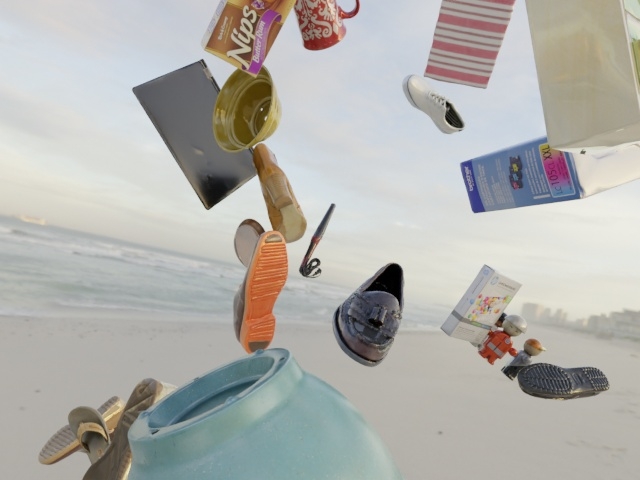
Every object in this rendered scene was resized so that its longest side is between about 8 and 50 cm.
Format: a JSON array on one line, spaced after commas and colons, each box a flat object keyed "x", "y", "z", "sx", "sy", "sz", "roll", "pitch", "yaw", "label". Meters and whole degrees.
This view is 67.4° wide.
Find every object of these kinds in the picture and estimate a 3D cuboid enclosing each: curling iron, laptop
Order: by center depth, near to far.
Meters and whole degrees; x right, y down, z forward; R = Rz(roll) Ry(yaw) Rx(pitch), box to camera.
[{"x": 0.000, "y": 0.000, "z": 1.481, "sx": 0.068, "sy": 0.274, "sz": 0.035, "roll": 18, "pitch": -29, "yaw": 2, "label": "curling iron"}, {"x": -0.377, "y": -0.338, "z": 1.528, "sx": 0.236, "sy": 0.382, "sz": 0.408, "roll": -31, "pitch": 18, "yaw": -10, "label": "laptop"}]

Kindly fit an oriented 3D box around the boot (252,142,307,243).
[{"x": -0.124, "y": -0.138, "z": 1.430, "sx": 0.104, "sy": 0.211, "sz": 0.295, "roll": -19, "pitch": -29, "yaw": -6, "label": "boot"}]

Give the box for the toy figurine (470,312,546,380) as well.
[{"x": 0.484, "y": 0.253, "z": 1.316, "sx": 0.209, "sy": 0.148, "sz": 0.213, "roll": 37, "pitch": 5, "yaw": -33, "label": "toy figurine"}]

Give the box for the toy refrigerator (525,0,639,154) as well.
[{"x": 0.281, "y": -0.234, "z": 0.491, "sx": 0.102, "sy": 0.270, "sz": 0.094, "roll": -2, "pitch": -6, "yaw": -39, "label": "toy refrigerator"}]

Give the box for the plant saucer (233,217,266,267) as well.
[{"x": -0.219, "y": 0.016, "z": 1.503, "sx": 0.029, "sy": 0.169, "sz": 0.168, "roll": -12, "pitch": -17, "yaw": 29, "label": "plant saucer"}]

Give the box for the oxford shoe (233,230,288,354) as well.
[{"x": -0.188, "y": 0.133, "z": 1.341, "sx": 0.129, "sy": 0.364, "sz": 0.132, "roll": -1, "pitch": 22, "yaw": -42, "label": "oxford shoe"}]

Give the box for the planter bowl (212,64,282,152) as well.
[{"x": -0.158, "y": -0.305, "z": 1.153, "sx": 0.217, "sy": 0.217, "sz": 0.090, "roll": 7, "pitch": -3, "yaw": 41, "label": "planter bowl"}]

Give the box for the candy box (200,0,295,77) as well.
[{"x": -0.124, "y": -0.405, "z": 0.861, "sx": 0.109, "sy": 0.187, "sz": 0.053, "roll": 20, "pitch": 24, "yaw": -34, "label": "candy box"}]

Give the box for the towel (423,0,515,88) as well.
[{"x": 0.311, "y": -0.430, "z": 1.014, "sx": 0.144, "sy": 0.197, "sz": 0.029, "roll": 15, "pitch": 33, "yaw": 8, "label": "towel"}]

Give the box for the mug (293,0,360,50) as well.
[{"x": -0.002, "y": -0.550, "z": 1.093, "sx": 0.113, "sy": 0.150, "sz": 0.169, "roll": 38, "pitch": -16, "yaw": 38, "label": "mug"}]

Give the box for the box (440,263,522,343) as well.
[{"x": 0.389, "y": 0.158, "z": 1.156, "sx": 0.145, "sy": 0.186, "sz": 0.038, "roll": 21, "pitch": 15, "yaw": -40, "label": "box"}]

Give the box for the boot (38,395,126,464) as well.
[{"x": -0.617, "y": 0.576, "z": 1.330, "sx": 0.090, "sy": 0.207, "sz": 0.248, "roll": 15, "pitch": 37, "yaw": 40, "label": "boot"}]

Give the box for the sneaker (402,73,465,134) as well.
[{"x": 0.371, "y": -0.439, "z": 1.531, "sx": 0.258, "sy": 0.094, "sz": 0.091, "roll": 34, "pitch": -9, "yaw": -25, "label": "sneaker"}]

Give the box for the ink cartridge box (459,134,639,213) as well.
[{"x": 0.539, "y": -0.176, "z": 1.171, "sx": 0.269, "sy": 0.151, "sz": 0.395, "roll": -18, "pitch": 3, "yaw": -21, "label": "ink cartridge box"}]

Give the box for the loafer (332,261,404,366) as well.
[{"x": 0.097, "y": 0.111, "z": 0.846, "sx": 0.109, "sy": 0.095, "sz": 0.302, "roll": 32, "pitch": 18, "yaw": 4, "label": "loafer"}]

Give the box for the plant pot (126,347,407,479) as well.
[{"x": -0.071, "y": 0.233, "z": 0.485, "sx": 0.292, "sy": 0.196, "sz": 0.293, "roll": -22, "pitch": 3, "yaw": 1, "label": "plant pot"}]

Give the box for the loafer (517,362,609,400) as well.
[{"x": 0.546, "y": 0.335, "z": 1.096, "sx": 0.219, "sy": 0.080, "sz": 0.078, "roll": 6, "pitch": -47, "yaw": -9, "label": "loafer"}]

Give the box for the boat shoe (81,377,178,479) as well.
[{"x": -0.373, "y": 0.451, "z": 0.953, "sx": 0.121, "sy": 0.341, "sz": 0.110, "roll": 14, "pitch": -18, "yaw": 43, "label": "boat shoe"}]

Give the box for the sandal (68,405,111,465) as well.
[{"x": -0.537, "y": 0.465, "z": 1.128, "sx": 0.180, "sy": 0.072, "sz": 0.049, "roll": 52, "pitch": -14, "yaw": 21, "label": "sandal"}]
